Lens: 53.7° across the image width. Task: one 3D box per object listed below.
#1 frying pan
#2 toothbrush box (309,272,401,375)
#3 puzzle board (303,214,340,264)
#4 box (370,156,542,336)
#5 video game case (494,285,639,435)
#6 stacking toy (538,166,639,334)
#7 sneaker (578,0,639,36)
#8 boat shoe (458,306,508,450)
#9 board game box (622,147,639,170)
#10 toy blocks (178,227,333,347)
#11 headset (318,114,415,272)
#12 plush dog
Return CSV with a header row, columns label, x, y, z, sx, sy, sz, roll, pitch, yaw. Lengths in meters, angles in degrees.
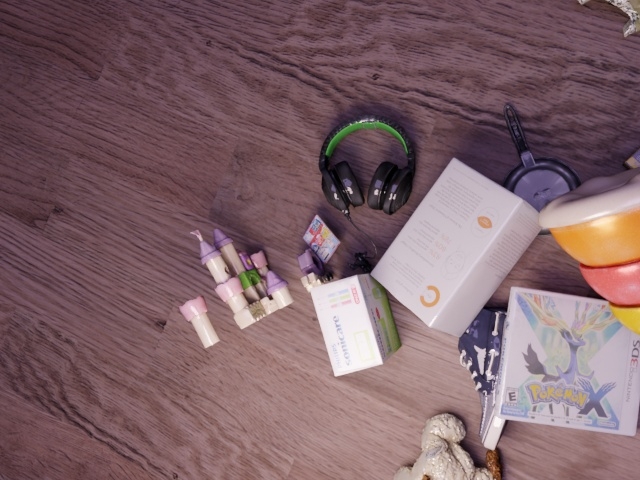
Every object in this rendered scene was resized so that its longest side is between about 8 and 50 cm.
label,x,y,z,sx,sy,sz,roll,pitch,yaw
frying pan,0.537,-0.170,1.531,0.198,0.053,0.325,3,93,16
toothbrush box,0.093,0.192,1.529,0.122,0.283,0.206,-18,83,16
puzzle board,0.000,0.000,1.654,0.011,0.128,0.096,-32,77,-30
box,0.321,0.019,1.488,0.215,0.168,0.345,42,101,39
video game case,0.576,0.275,1.444,0.329,0.036,0.299,9,87,-4
stacking toy,0.697,0.087,1.319,0.351,0.350,0.479,-20,91,15
sneaker,0.777,-0.541,1.445,0.410,0.158,0.182,32,129,13
boat shoe,0.400,0.317,1.531,0.158,0.127,0.340,15,86,23
board game box,0.811,-0.169,1.447,0.141,0.048,0.170,-46,77,13
toy blocks,-0.188,0.071,1.610,0.309,0.289,0.260,-29,86,17
headset,0.119,-0.123,1.627,0.244,0.185,0.393,1,74,13
plush dog,0.328,0.585,1.516,0.226,0.210,0.262,27,96,-8
